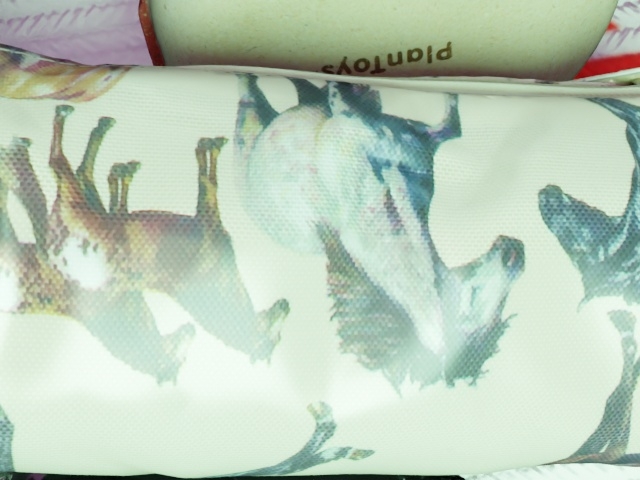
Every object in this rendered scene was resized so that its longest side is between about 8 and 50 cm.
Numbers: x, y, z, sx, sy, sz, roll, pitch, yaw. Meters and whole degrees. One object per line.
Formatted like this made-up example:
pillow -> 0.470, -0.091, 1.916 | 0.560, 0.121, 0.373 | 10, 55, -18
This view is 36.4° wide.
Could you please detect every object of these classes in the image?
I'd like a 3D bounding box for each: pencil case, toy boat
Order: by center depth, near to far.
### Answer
pencil case -> 0.000, 0.000, 0.389 | 0.410, 0.160, 0.183 | 2, 92, -13
toy boat -> 0.027, -0.137, 0.482 | 0.231, 0.151, 0.151 | -11, 51, -3

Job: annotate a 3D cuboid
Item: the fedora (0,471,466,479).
fedora -> -0.068, 0.180, 0.374 | 0.334, 0.334, 0.152 | 9, 112, 1
